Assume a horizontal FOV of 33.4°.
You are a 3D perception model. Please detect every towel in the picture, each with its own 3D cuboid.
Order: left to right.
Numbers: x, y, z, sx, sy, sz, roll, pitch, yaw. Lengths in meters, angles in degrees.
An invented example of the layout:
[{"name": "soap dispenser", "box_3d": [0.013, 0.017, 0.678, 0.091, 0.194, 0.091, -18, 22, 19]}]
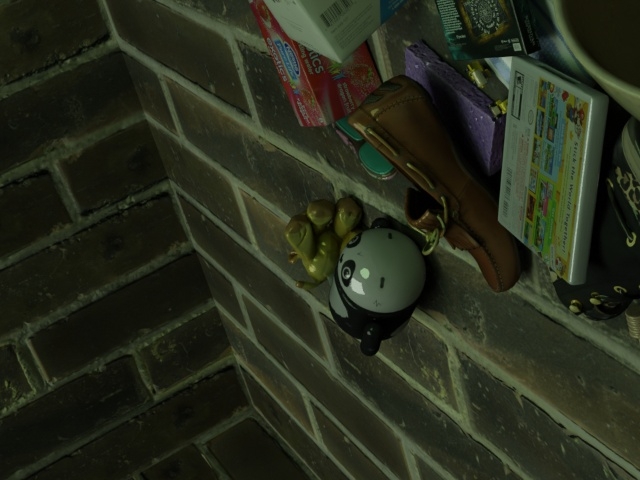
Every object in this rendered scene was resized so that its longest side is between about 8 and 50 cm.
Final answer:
[{"name": "towel", "box_3d": [0.270, -0.269, 1.302, 0.209, 0.034, 0.285, 56, 161, 15]}]

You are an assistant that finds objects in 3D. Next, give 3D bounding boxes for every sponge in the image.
[{"name": "sponge", "box_3d": [0.200, -0.198, 1.593, 0.210, 0.031, 0.117, 48, 158, 34]}]

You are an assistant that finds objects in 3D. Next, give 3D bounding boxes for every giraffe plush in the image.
[{"name": "giraffe plush", "box_3d": [0.000, 0.000, 2.216, 0.170, 0.181, 0.210, -131, 37, -67]}]

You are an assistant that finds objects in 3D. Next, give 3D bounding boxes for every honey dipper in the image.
[{"name": "honey dipper", "box_3d": [0.444, 0.159, 1.449, 0.030, 0.030, 0.161, 31, 147, 57]}]

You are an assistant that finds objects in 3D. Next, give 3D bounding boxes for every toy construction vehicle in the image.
[{"name": "toy construction vehicle", "box_3d": [0.233, -0.210, 1.458, 0.086, 0.035, 0.098, 59, -173, -1]}]

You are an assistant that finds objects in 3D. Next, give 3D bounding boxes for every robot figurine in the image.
[{"name": "robot figurine", "box_3d": [0.103, 0.089, 2.031, 0.209, 0.173, 0.278, 54, 161, 18]}]

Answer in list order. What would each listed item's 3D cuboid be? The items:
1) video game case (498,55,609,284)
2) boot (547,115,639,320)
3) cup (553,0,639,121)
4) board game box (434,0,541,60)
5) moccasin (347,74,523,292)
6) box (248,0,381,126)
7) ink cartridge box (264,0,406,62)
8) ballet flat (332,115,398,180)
[{"name": "video game case", "box_3d": [0.274, -0.090, 1.282, 0.206, 0.026, 0.227, -125, 33, -62]}, {"name": "boot", "box_3d": [0.399, 0.050, 1.235, 0.377, 0.138, 0.284, 64, 161, 6]}, {"name": "cup", "box_3d": [0.376, -0.166, 0.797, 0.237, 0.331, 0.331, 42, 178, -41]}, {"name": "board game box", "box_3d": [0.203, -0.292, 1.344, 0.186, 0.026, 0.126, 19, 130, 67]}, {"name": "moccasin", "box_3d": [0.175, -0.062, 1.591, 0.380, 0.147, 0.139, 52, 176, -29]}, {"name": "box", "box_3d": [-0.008, -0.333, 1.805, 0.122, 0.128, 0.257, 13, 128, 66]}, {"name": "ink cartridge box", "box_3d": [-0.009, -0.411, 1.526, 0.233, 0.171, 0.168, 51, 172, -37]}, {"name": "ballet flat", "box_3d": [0.092, -0.163, 1.889, 0.221, 0.077, 0.079, 51, 178, 44]}]
